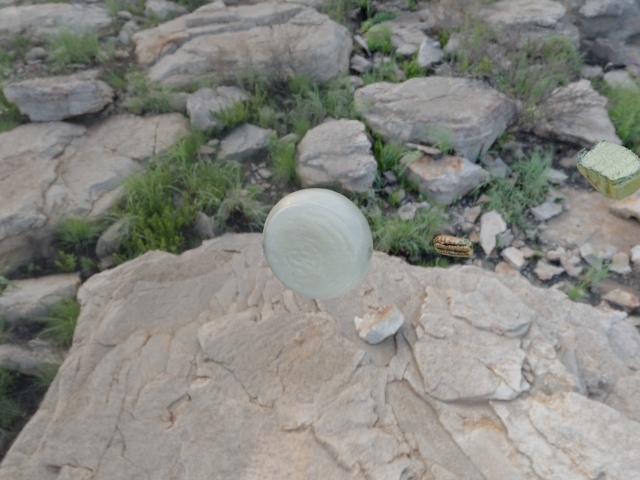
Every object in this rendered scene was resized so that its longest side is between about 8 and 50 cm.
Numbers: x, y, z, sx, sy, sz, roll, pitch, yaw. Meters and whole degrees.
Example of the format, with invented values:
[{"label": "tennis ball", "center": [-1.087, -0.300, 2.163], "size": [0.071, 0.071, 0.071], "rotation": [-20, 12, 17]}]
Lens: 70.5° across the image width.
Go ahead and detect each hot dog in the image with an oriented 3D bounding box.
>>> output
[{"label": "hot dog", "center": [0.303, 0.014, 1.043], "size": [0.036, 0.049, 0.122], "rotation": [-17, 11, -24]}]

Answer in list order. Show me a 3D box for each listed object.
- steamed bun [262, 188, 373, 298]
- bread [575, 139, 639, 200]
[{"label": "steamed bun", "center": [0.000, 0.000, 0.935], "size": [0.231, 0.232, 0.145], "rotation": [15, 27, 13]}, {"label": "bread", "center": [0.699, -0.160, 1.084], "size": [0.103, 0.110, 0.156], "rotation": [-34, 34, 16]}]
